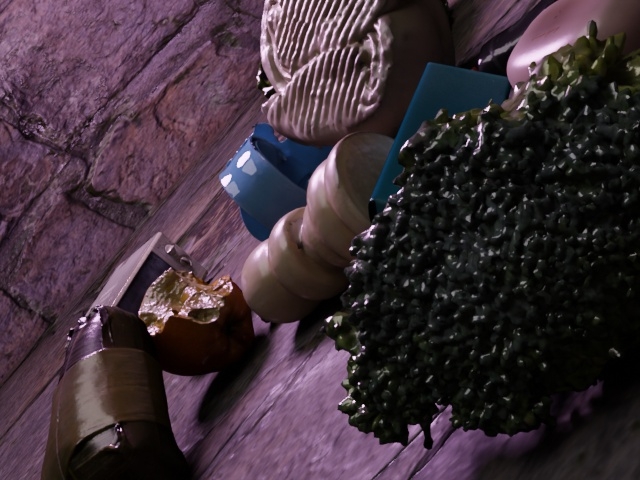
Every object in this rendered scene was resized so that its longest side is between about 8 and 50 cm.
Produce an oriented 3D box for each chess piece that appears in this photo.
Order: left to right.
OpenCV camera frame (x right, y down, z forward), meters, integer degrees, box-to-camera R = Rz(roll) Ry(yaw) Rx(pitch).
[{"bbox_3d":[0.005,0.009,1.350,0.300,0.167,0.167,-45,15,42],"label":"chess piece"}]

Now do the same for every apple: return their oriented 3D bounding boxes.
[{"bbox_3d":[-0.179,0.127,1.533,0.158,0.147,0.156,24,32,38],"label":"apple"}]

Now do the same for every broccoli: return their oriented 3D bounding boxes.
[{"bbox_3d":[0.196,-0.037,0.871,0.353,0.274,0.397,-7,21,43],"label":"broccoli"}]

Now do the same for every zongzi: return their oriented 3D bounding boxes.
[{"bbox_3d":[-0.333,0.280,1.434,0.317,0.154,0.289,-44,40,22],"label":"zongzi"}]

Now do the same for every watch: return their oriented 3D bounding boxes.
[{"bbox_3d":[-0.080,-0.093,1.715,0.211,0.211,0.193,-45,-2,14],"label":"watch"}]

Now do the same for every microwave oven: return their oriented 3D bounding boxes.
[{"bbox_3d":[-0.348,0.137,1.991,0.194,0.145,0.240,-40,18,40],"label":"microwave oven"}]

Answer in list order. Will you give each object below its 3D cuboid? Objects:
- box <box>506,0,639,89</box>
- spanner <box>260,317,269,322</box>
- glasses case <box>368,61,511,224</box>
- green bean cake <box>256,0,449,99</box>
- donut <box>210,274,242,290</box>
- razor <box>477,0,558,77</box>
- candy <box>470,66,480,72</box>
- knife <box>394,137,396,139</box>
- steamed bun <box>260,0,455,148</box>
[{"bbox_3d":[0.294,-0.222,1.175,0.146,0.088,0.200,-55,17,-17],"label":"box"},{"bbox_3d":[0.000,0.000,1.587,0.325,0.026,0.093,-56,16,-29],"label":"spanner"},{"bbox_3d":[0.149,-0.106,1.269,0.301,0.117,0.070,-65,-15,-44],"label":"glasses case"},{"bbox_3d":[0.062,-0.365,1.928,0.319,0.218,0.335,-42,19,23],"label":"green bean cake"},{"bbox_3d":[-0.175,0.131,1.688,0.152,0.058,0.152,-46,16,17],"label":"donut"},{"bbox_3d":[0.280,-0.276,1.407,0.148,0.054,0.090,-38,19,34],"label":"razor"},{"bbox_3d":[0.187,-0.185,1.478,0.122,0.038,0.062,-42,17,25],"label":"candy"},{"bbox_3d":[0.116,-0.145,1.623,0.047,0.017,0.298,-45,12,9],"label":"knife"},{"bbox_3d":[0.070,-0.283,1.641,0.324,0.219,0.309,-15,74,46],"label":"steamed bun"}]
